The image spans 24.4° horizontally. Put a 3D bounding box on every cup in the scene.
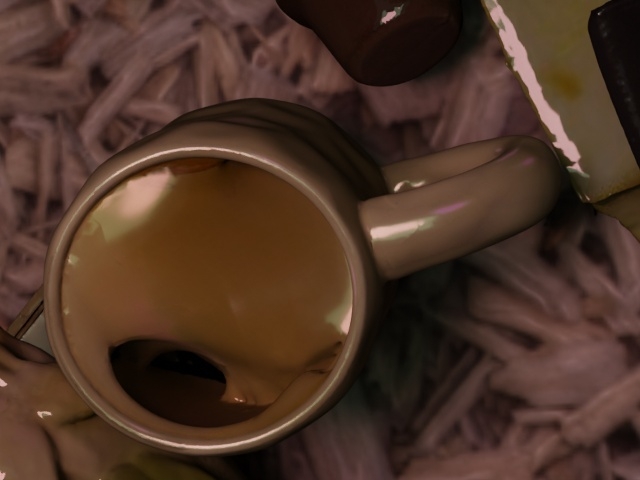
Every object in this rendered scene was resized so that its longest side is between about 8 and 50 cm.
[{"bbox_3d":[-0.015,-0.014,0.804,0.255,0.202,0.173,-41,93,12],"label":"cup"}]

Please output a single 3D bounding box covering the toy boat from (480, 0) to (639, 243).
[{"bbox_3d":[0.152,-0.128,0.810,0.111,0.084,0.276,-26,80,36],"label":"toy boat"}]

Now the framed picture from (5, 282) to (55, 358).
[{"bbox_3d":[-0.133,0.069,0.965,0.136,0.010,0.201,44,104,16],"label":"framed picture"}]

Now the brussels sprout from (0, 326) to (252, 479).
[{"bbox_3d":[-0.158,0.212,0.839,0.316,0.242,0.274,42,125,-2],"label":"brussels sprout"}]

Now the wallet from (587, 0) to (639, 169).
[{"bbox_3d":[0.222,-0.022,0.741,0.124,0.025,0.244,-25,102,-20],"label":"wallet"}]

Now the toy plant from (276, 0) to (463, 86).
[{"bbox_3d":[0.016,-0.185,0.869,0.143,0.105,0.200,-41,55,34],"label":"toy plant"}]
